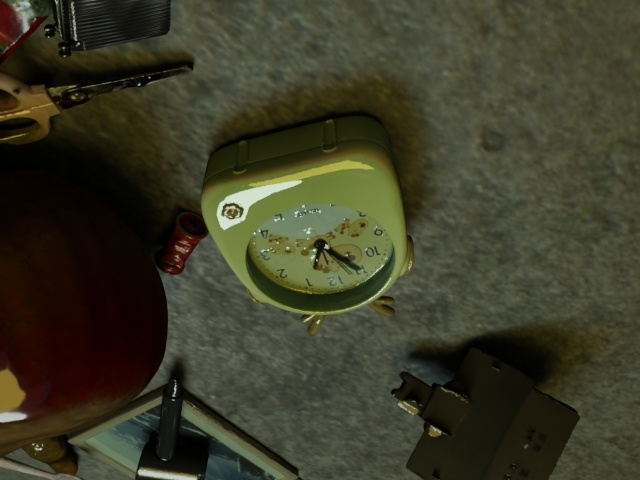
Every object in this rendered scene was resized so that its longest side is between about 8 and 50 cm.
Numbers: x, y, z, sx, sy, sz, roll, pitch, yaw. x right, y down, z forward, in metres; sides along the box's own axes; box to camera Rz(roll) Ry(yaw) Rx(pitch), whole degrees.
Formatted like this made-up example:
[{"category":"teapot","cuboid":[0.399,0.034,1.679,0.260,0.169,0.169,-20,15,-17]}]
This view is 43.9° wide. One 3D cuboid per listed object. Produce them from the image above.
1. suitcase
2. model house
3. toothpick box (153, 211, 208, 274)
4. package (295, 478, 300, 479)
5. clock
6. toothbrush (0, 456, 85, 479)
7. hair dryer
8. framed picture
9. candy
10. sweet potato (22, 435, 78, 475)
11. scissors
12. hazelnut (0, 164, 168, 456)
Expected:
[{"category":"suitcase","cuboid":[-0.208,-0.236,0.782,0.126,0.059,0.086,-21,141,-29]},{"category":"model house","cuboid":[0.221,0.275,1.211,0.243,0.204,0.211,29,85,2]},{"category":"toothpick box","cuboid":[-0.184,0.006,1.042,0.047,0.047,0.083,23,128,-20]},{"category":"package","cuboid":[-0.082,0.469,1.486,0.110,0.015,0.037,-29,121,22]},{"category":"clock","cuboid":[0.000,0.000,1.006,0.235,0.096,0.308,-13,131,9]},{"category":"toothbrush","cuboid":[-0.534,0.377,1.347,0.307,0.025,0.029,13,158,9]},{"category":"hair dryer","cuboid":[-0.230,0.308,1.288,0.114,0.070,0.248,10,123,-7]},{"category":"framed picture","cuboid":[-0.236,0.383,1.403,0.247,0.022,0.335,-28,127,23]},{"category":"candy","cuboid":[-0.352,-0.223,0.824,0.292,0.059,0.086,-33,126,25]},{"category":"sweet potato","cuboid":[-0.467,0.343,1.339,0.067,0.067,0.274,-8,136,7]},{"category":"scissors","cuboid":[-0.296,-0.156,0.878,0.318,0.024,0.160,-13,162,-1]},{"category":"hazelnut","cuboid":[-0.382,0.097,0.951,0.409,0.359,0.359,-14,131,18]}]
